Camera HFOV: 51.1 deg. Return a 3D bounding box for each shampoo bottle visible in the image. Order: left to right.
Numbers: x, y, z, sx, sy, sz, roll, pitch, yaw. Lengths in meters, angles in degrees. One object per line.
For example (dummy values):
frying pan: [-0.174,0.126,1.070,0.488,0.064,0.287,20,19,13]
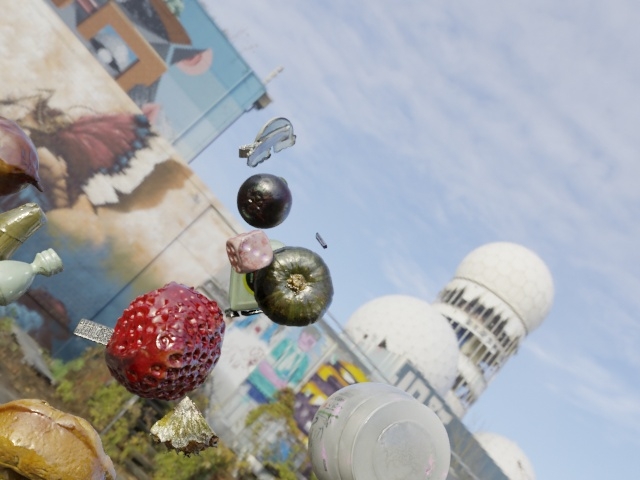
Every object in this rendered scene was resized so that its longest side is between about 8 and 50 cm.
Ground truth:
shampoo bottle: [0.121,0.448,1.451,0.273,0.273,0.266,46,-21,-9]

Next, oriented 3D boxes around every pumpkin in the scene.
pumpkin: [-0.072,0.124,1.792,0.224,0.223,0.157,44,-14,-3]

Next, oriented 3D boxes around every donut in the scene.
donut: [-0.623,0.505,1.493,0.317,0.150,0.299,31,-57,-8]

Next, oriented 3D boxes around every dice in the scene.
dice: [-0.177,0.027,1.665,0.094,0.091,0.093,-1,-73,65]

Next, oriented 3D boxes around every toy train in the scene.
toy train: [0.000,0.000,2.230,0.083,0.017,0.017,-126,-163,-50]

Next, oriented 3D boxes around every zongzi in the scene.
zongzi: [-1.080,-0.061,2.279,0.256,0.228,0.115,28,-24,32]

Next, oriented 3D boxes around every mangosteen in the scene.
mangosteen: [-0.206,-0.147,2.498,0.216,0.216,0.216,39,-18,15]

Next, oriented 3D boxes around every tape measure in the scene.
tape measure: [-0.169,0.113,1.967,0.115,0.207,0.235,-134,-132,-67]

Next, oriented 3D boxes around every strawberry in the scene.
strawberry: [-0.380,0.271,1.668,0.295,0.318,0.345,68,-11,-11]

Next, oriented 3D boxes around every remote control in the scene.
remote control: [-0.617,0.296,2.000,0.245,0.063,0.025,19,-41,3]

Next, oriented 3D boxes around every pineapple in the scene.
pineapple: [-0.447,0.622,2.225,0.237,0.186,0.114,11,-27,-1]

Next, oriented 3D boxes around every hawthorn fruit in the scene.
hawthorn fruit: [-0.823,-0.205,1.741,0.248,0.208,0.208,29,-18,2]

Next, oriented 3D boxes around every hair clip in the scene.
hair clip: [-0.145,-0.285,1.938,0.054,0.220,0.140,36,-36,26]

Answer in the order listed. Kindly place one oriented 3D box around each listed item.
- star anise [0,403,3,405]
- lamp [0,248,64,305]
star anise: [-0.971,0.501,1.922,0.042,0.141,0.141,-13,-46,20]
lamp: [-0.702,0.082,1.557,0.106,0.193,0.106,31,-44,36]
